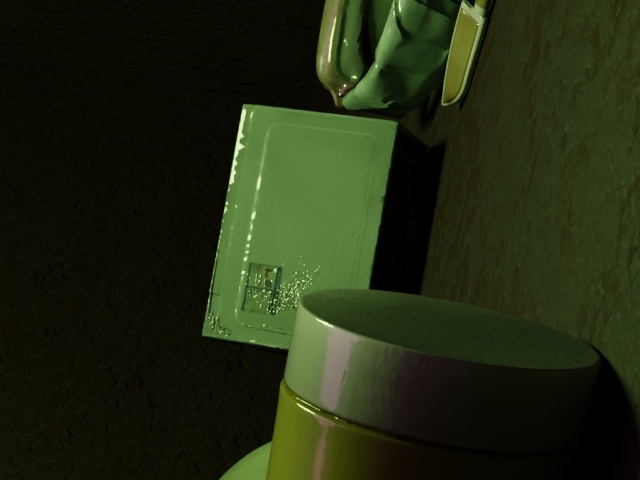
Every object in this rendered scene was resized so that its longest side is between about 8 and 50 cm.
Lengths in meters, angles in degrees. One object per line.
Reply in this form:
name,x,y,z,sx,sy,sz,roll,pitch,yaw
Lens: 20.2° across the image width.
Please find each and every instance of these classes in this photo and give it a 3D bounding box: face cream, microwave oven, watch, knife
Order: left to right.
microwave oven,0.000,0.000,2.240,0.181,0.238,0.295,28,-109,-71
watch,0.109,-0.288,2.297,0.241,0.162,0.253,-175,93,-72
face cream,0.074,0.147,1.272,0.218,0.218,0.179,-110,30,-80
knife,0.175,-0.252,2.030,0.046,0.022,0.256,48,140,36

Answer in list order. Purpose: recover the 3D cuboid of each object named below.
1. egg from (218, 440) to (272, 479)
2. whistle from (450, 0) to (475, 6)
egg,-0.002,0.302,1.581,0.352,0.259,0.258,116,164,-54
whistle,0.158,-0.343,2.090,0.090,0.090,0.157,130,149,-79
